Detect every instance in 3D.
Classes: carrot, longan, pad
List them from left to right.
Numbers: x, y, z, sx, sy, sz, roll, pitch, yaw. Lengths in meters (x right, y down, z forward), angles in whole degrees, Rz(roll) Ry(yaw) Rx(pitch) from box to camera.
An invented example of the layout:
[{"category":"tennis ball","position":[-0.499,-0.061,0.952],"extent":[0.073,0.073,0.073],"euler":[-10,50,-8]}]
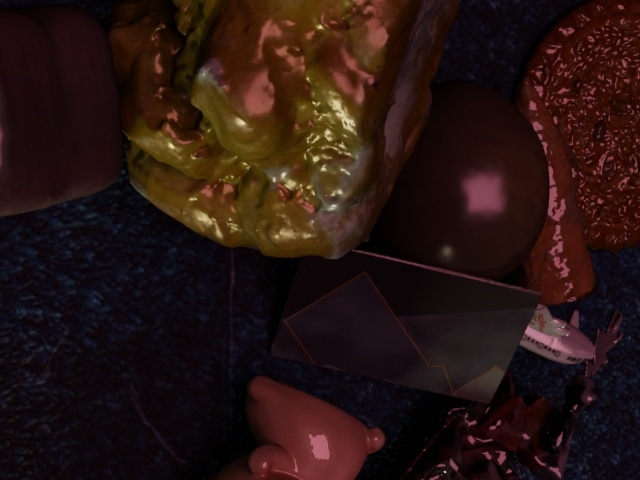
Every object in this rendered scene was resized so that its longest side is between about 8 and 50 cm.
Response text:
[{"category":"pad","position":[0.083,0.086,1.296],"extent":[0.243,0.004,0.163],"euler":[13,128,-6]},{"category":"longan","position":[0.140,-0.055,1.312],"extent":[0.197,0.196,0.220],"euler":[0,95,-29]},{"category":"carrot","position":[0.240,-0.052,1.404],"extent":[0.102,0.102,0.263],"euler":[-22,111,-26]}]

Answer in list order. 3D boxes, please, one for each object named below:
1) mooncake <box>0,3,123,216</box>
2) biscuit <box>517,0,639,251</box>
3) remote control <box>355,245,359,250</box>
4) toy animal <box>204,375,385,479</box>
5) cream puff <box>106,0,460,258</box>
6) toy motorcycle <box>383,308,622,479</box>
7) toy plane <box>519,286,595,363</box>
[{"category":"mooncake","position":[-0.309,-0.101,1.005],"extent":[0.306,0.306,0.154],"euler":[-10,101,-28]},{"category":"biscuit","position":[0.352,-0.135,1.508],"extent":[0.305,0.038,0.305],"euler":[-4,98,-29]},{"category":"remote control","position":[0.000,0.000,1.338],"extent":[0.091,0.016,0.034],"euler":[23,69,-30]},{"category":"toy animal","position":[-0.038,0.248,1.268],"extent":[0.171,0.171,0.197],"euler":[29,78,-29]},{"category":"cream puff","position":[-0.045,-0.165,1.131],"extent":[0.276,0.378,0.378],"euler":[20,85,13]},{"category":"toy motorcycle","position":[0.203,0.231,1.404],"extent":[0.207,0.134,0.401],"euler":[39,63,-4]},{"category":"toy plane","position":[0.219,0.090,1.367],"extent":[0.171,0.162,0.065],"euler":[13,71,-19]}]
